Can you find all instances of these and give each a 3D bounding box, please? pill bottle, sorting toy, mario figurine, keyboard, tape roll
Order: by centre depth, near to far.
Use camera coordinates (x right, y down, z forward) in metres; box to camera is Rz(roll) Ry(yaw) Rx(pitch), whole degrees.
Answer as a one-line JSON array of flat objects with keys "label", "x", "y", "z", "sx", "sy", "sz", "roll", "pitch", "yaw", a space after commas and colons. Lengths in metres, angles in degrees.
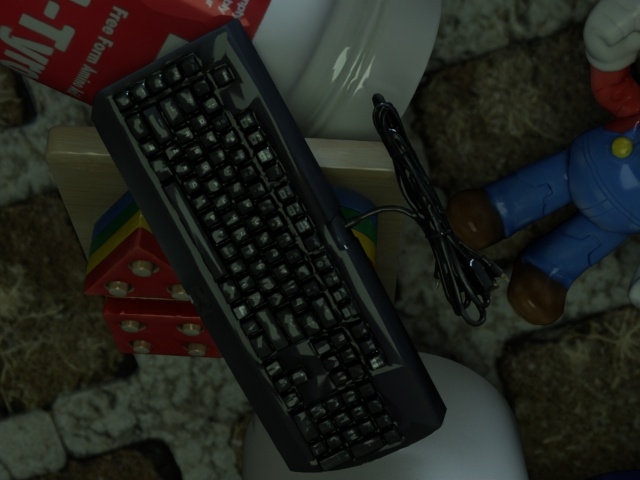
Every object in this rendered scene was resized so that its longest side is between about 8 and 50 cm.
[{"label": "keyboard", "x": 0.000, "y": 0.000, "z": 0.877, "sx": 0.201, "sy": 0.033, "sz": 0.317, "roll": -27, "pitch": 103, "yaw": 7}, {"label": "pill bottle", "x": -0.128, "y": -0.204, "z": 0.948, "sx": 0.408, "sy": 0.229, "sz": 0.229, "roll": 24, "pitch": 105, "yaw": -16}, {"label": "mario figurine", "x": 0.240, "y": -0.058, "z": 0.979, "sx": 0.198, "sy": 0.170, "sz": 0.320, "roll": 26, "pitch": 130, "yaw": -33}, {"label": "sorting toy", "x": -0.067, "y": 0.018, "z": 1.006, "sx": 0.257, "sy": 0.255, "sz": 0.089, "roll": 3, "pitch": 65, "yaw": 2}, {"label": "tape roll", "x": 0.055, "y": 0.233, "z": 1.060, "sx": 0.246, "sy": 0.169, "sz": 0.246, "roll": -1, "pitch": 127, "yaw": -1}]

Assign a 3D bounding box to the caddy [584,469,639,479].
[{"label": "caddy", "x": 0.330, "y": 0.346, "z": 1.109, "sx": 0.341, "sy": 0.179, "sz": 0.241, "roll": 13, "pitch": 104, "yaw": 0}]
